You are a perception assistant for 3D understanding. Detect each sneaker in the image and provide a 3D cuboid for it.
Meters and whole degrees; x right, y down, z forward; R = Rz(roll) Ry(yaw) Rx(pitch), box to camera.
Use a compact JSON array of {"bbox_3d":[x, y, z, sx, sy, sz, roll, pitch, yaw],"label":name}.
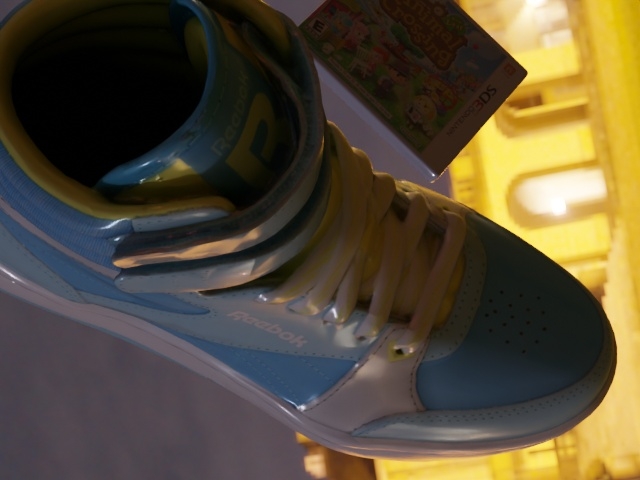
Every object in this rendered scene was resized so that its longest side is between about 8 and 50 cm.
[{"bbox_3d":[0.000,0.000,0.550,0.208,0.319,0.127,134,152,-70],"label":"sneaker"}]

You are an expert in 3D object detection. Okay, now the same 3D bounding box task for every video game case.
[{"bbox_3d":[0.095,-0.193,1.467,0.212,0.023,0.193,43,-123,-1],"label":"video game case"}]
